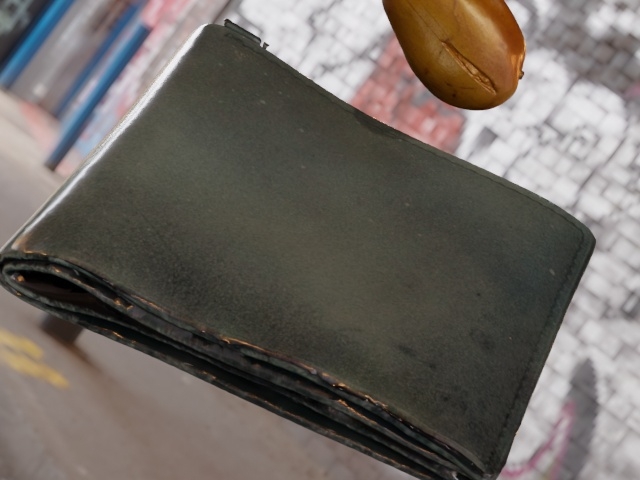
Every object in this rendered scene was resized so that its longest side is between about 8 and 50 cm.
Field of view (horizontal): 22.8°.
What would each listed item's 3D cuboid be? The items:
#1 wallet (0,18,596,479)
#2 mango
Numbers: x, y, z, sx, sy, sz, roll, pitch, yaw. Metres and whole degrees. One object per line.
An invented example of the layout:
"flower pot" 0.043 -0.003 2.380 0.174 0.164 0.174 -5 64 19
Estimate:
"wallet" 0.000 -0.001 0.896 0.290 0.054 0.251 24 42 7
"mango" 0.064 -0.103 0.783 0.089 0.060 0.046 43 33 -14
